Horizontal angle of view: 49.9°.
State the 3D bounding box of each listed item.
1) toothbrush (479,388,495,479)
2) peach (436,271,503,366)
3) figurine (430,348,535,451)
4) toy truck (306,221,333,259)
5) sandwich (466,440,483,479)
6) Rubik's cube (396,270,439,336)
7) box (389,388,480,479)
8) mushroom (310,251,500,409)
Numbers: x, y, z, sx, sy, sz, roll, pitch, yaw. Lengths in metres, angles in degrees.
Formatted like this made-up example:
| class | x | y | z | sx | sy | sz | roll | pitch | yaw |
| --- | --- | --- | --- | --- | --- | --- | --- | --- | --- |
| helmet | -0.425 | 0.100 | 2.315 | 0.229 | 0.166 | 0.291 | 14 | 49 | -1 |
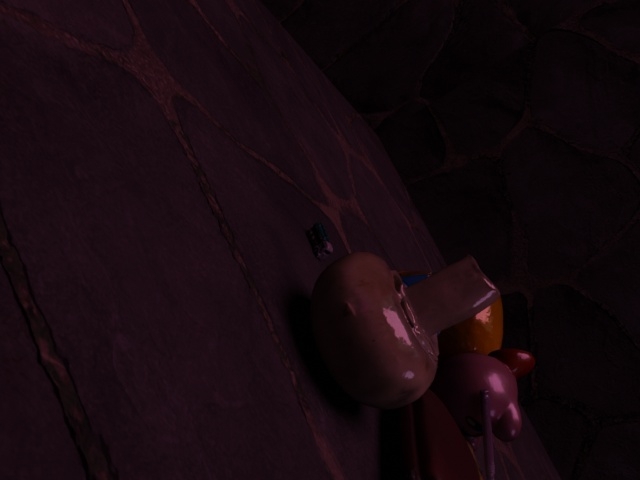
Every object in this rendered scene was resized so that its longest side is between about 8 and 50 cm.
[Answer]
| class | x | y | z | sx | sy | sz | roll | pitch | yaw |
| --- | --- | --- | --- | --- | --- | --- | --- | --- | --- |
| toothbrush | 0.411 | 0.540 | 1.667 | 0.029 | 0.024 | 0.354 | 146 | -60 | -86 |
| peach | 0.407 | 0.251 | 2.059 | 0.289 | 0.288 | 0.308 | 29 | 67 | -64 |
| figurine | 0.397 | 0.390 | 1.807 | 0.211 | 0.269 | 0.261 | 40 | 44 | -20 |
| toy truck | 0.000 | 0.000 | 1.597 | 0.039 | 0.044 | 0.083 | 35 | 28 | -53 |
| sandwich | 0.338 | 0.554 | 1.621 | 0.162 | 0.058 | 0.193 | 42 | 24 | -46 |
| Rubik's cube | 0.234 | 0.202 | 1.863 | 0.254 | 0.254 | 0.254 | 54 | 15 | -21 |
| box | 0.224 | 0.454 | 1.308 | 0.263 | 0.108 | 0.404 | 56 | 14 | -12 |
| mushroom | 0.151 | 0.133 | 1.261 | 0.314 | 0.336 | 0.314 | 58 | 5 | -8 |
